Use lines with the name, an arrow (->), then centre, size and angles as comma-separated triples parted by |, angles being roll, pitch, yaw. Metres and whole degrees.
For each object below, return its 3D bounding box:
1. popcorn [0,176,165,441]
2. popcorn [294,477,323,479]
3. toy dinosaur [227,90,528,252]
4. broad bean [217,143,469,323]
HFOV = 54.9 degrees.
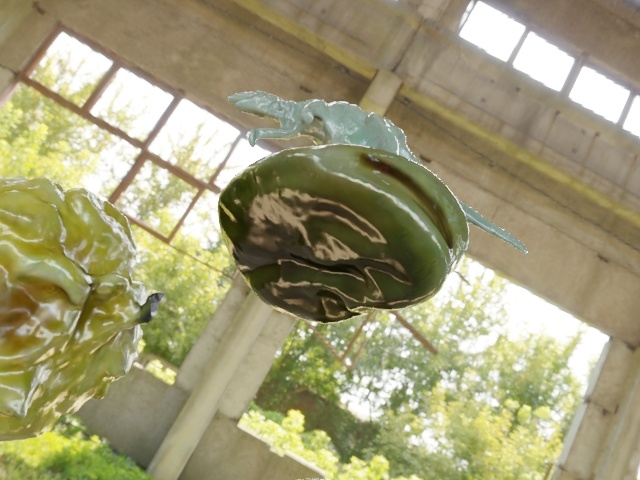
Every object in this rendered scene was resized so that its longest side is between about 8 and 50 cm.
popcorn -> -0.273, 0.064, 0.569 | 0.225, 0.249, 0.249 | 22, -17, 7
popcorn -> -0.025, 0.414, 0.757 | 0.255, 0.256, 0.195 | 9, -55, 33
toy dinosaur -> 0.062, -0.084, 0.691 | 0.393, 0.092, 0.205 | 17, 28, 1
broad bean -> 0.001, -0.001, 0.459 | 0.207, 0.072, 0.153 | -4, -62, 29
